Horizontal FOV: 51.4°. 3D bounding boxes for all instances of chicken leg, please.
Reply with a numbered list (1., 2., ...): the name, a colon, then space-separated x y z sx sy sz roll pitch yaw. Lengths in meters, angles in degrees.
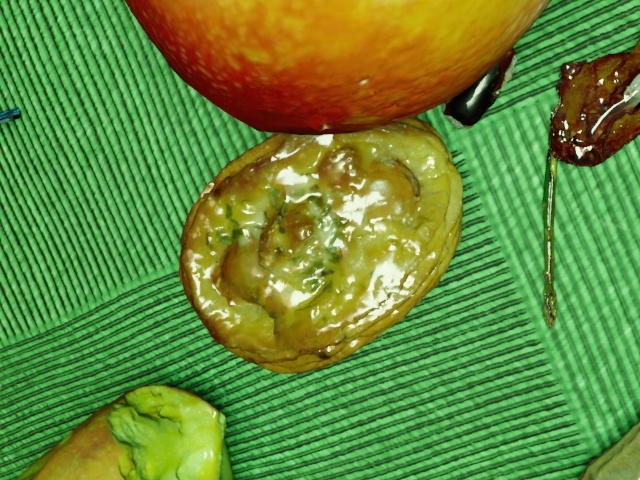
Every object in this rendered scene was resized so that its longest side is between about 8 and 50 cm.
1. chicken leg: 0.264 -0.148 0.546 0.205 0.053 0.093 -45 71 12

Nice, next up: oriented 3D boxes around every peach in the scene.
1. peach: 0.011 -0.256 0.435 0.388 0.388 0.388 2 98 14

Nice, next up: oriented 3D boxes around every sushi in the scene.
1. sushi: 0.136 -0.137 0.578 0.044 0.046 0.083 36 105 8

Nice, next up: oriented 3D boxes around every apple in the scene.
1. apple: -0.164 0.267 0.614 0.246 0.246 0.226 -37 95 16

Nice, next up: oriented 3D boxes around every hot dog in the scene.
1. hot dog: 0.000 0.000 0.595 0.272 0.122 0.196 -33 87 18

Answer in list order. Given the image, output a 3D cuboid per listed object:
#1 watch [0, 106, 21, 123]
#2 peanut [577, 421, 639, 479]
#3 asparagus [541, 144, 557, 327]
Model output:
1. watch: -0.505 -0.153 0.737 0.274 0.068 0.276 -39 87 11
2. peanut: 0.297 0.190 0.559 0.083 0.093 0.194 31 111 -32
3. asparagus: 0.206 -0.002 0.597 0.016 0.013 0.166 2 98 25
